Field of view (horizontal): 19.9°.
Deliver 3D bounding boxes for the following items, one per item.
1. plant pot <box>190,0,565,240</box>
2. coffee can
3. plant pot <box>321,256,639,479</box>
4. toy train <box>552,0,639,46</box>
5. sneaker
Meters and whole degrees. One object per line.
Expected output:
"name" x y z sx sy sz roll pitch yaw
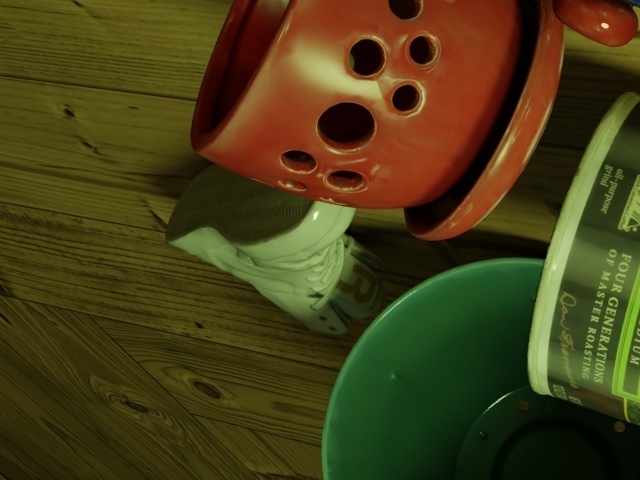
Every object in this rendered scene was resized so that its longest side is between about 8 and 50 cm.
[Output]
"plant pot" 0.039 -0.106 1.077 0.174 0.191 0.191 22 160 -15
"coffee can" 0.289 0.042 1.107 0.275 0.201 0.201 18 157 20
"plant pot" 0.172 0.180 1.470 0.293 0.293 0.235 18 172 19
"toy train" 0.169 -0.160 0.939 0.143 0.105 0.248 37 -161 35
"sneaker" 0.000 0.000 1.479 0.169 0.108 0.292 32 168 -19
